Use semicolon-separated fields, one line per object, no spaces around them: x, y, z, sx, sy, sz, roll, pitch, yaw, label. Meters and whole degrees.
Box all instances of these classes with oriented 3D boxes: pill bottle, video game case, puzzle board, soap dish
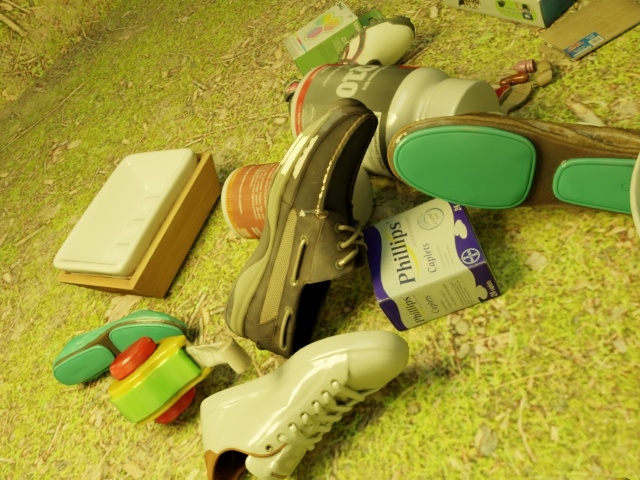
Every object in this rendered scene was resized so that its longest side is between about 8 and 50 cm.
-0.035;-0.062;0.852;0.216;0.121;0.121;-1;54;34;pill bottle
0.105;-0.174;0.822;0.283;0.161;0.161;18;66;42;pill bottle
0.387;-0.503;0.985;0.269;0.061;0.244;-43;44;-5;video game case
0.418;-0.328;0.853;0.128;0.011;0.096;-31;44;9;puzzle board
-0.327;-0.029;1.025;0.229;0.118;0.291;1;56;35;soap dish

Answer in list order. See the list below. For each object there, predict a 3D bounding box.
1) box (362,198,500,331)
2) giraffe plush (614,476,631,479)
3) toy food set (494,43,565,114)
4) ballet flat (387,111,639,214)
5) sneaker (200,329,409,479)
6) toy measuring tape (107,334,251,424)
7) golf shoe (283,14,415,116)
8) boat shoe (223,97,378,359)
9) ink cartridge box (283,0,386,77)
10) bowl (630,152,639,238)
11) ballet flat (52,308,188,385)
0.134;0.025;0.700;0.137;0.072;0.126;-24;44;16;box
0.189;0.294;0.385;0.170;0.210;0.181;-55;40;26;giraffe plush
0.309;-0.242;0.850;0.122;0.019;0.078;-42;42;8;toy food set
0.252;-0.101;0.649;0.342;0.116;0.124;5;38;9;ballet flat
-0.017;0.204;0.636;0.290;0.106;0.123;-32;44;24;sneaker
-0.198;0.182;0.714;0.330;0.121;0.121;-19;40;56;toy measuring tape
0.065;-0.290;1.013;0.273;0.105;0.120;-33;58;14;golf shoe
0.000;0.000;0.706;0.130;0.132;0.355;33;118;18;boat shoe
0.032;-0.432;1.164;0.209;0.062;0.109;-31;42;8;ink cartridge box
0.432;-0.009;0.473;0.298;0.134;0.298;-15;52;20;bowl
-0.318;0.154;0.895;0.247;0.083;0.087;-23;31;14;ballet flat
